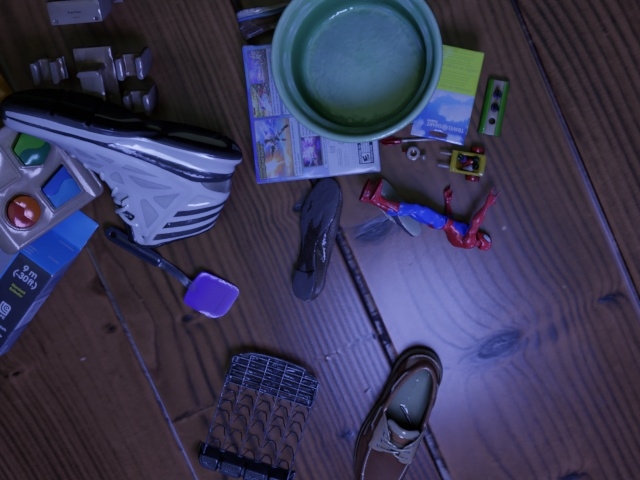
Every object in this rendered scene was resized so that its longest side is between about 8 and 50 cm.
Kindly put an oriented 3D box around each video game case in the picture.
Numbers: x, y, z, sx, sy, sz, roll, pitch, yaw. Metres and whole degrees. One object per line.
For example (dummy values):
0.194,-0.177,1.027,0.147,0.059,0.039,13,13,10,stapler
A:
-0.016,-0.256,1.786,0.245,0.061,0.269,-5,95,2,video game case

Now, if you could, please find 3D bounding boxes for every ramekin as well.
0.071,-0.324,1.658,0.304,0.148,0.303,0,93,9,ramekin

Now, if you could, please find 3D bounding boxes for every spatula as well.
-0.309,0.058,1.850,0.297,0.030,0.084,32,99,-1,spatula

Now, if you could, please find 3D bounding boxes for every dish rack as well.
-0.123,0.364,1.854,0.208,0.074,0.271,18,95,0,dish rack

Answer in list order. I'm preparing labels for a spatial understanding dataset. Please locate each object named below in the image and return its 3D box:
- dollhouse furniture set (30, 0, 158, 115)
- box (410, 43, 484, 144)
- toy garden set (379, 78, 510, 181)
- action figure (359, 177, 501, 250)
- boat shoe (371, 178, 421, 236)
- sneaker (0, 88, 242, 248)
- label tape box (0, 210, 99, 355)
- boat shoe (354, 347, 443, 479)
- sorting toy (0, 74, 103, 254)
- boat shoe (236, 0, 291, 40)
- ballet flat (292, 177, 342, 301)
-0.438,-0.368,1.784,0.212,0.161,0.242,-3,118,4,dollhouse furniture set
0.239,-0.278,1.733,0.109,0.042,0.178,12,95,4,box
0.232,-0.231,1.781,0.244,0.049,0.203,11,96,2,toy garden set
0.230,-0.075,1.765,0.280,0.091,0.139,27,86,-18,action figure
0.146,-0.060,1.808,0.137,0.049,0.043,49,138,-5,boat shoe
-0.394,-0.115,1.725,0.448,0.169,0.257,15,114,-9,sneaker
-0.647,0.035,1.829,0.241,0.106,0.333,37,97,-2,label tape box
0.150,0.371,1.812,0.123,0.120,0.323,18,96,1,boat shoe
-0.586,-0.154,1.731,0.229,0.041,0.307,-37,111,-15,sorting toy
-0.069,-0.427,1.775,0.183,0.066,0.066,-6,100,14,boat shoe
0.000,0.000,1.820,0.084,0.058,0.249,12,91,37,ballet flat
